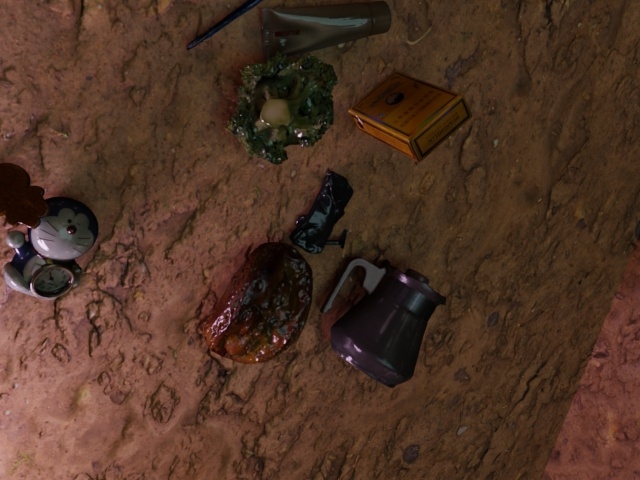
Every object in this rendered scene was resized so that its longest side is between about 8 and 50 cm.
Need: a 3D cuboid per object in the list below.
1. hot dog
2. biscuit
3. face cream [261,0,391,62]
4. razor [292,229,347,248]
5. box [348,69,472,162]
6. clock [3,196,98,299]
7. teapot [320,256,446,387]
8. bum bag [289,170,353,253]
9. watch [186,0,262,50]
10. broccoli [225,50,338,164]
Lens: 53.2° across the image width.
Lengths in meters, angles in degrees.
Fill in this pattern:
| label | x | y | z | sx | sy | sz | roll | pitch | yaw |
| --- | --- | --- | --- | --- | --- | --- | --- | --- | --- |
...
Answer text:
| label | x | y | z | sx | sy | sz | roll | pitch | yaw |
| --- | --- | --- | --- | --- | --- | --- | --- | --- | --- |
| hot dog | -0.170 | 0.190 | 1.851 | 0.266 | 0.174 | 0.388 | 27 | 100 | -36 |
| biscuit | -0.677 | -0.095 | 1.411 | 0.124 | 0.175 | 0.026 | -51 | 174 | -5 |
| face cream | 0.014 | -0.550 | 1.642 | 0.341 | 0.084 | 0.137 | -15 | 131 | -17 |
| razor | 0.003 | 0.002 | 1.951 | 0.190 | 0.033 | 0.066 | -2 | 115 | -30 |
| box | 0.236 | -0.345 | 1.736 | 0.192 | 0.301 | 0.084 | -40 | 129 | -8 |
| clock | -0.628 | 0.010 | 1.492 | 0.199 | 0.146 | 0.243 | 28 | 102 | -44 |
| teapot | 0.196 | 0.241 | 2.069 | 0.376 | 0.305 | 0.362 | 33 | 86 | -10 |
| bum bag | 0.011 | -0.079 | 1.894 | 0.123 | 0.060 | 0.248 | 29 | 96 | -33 |
| watch | -0.257 | -0.620 | 1.446 | 0.274 | 0.068 | 0.276 | -35 | 128 | -6 |
| broccoli | -0.101 | -0.334 | 1.594 | 0.259 | 0.235 | 0.288 | -2 | 114 | -59 |
